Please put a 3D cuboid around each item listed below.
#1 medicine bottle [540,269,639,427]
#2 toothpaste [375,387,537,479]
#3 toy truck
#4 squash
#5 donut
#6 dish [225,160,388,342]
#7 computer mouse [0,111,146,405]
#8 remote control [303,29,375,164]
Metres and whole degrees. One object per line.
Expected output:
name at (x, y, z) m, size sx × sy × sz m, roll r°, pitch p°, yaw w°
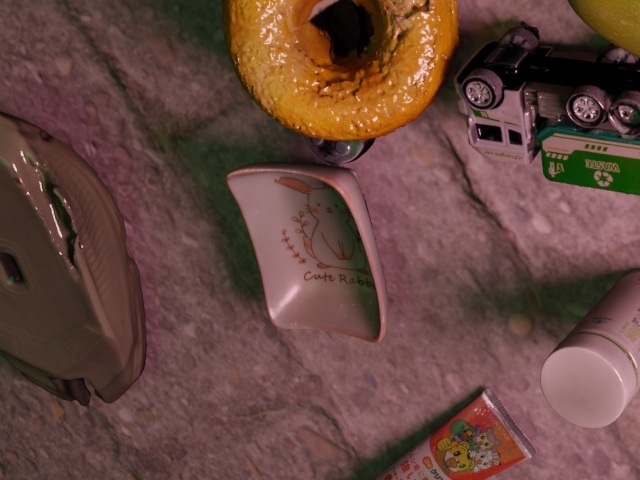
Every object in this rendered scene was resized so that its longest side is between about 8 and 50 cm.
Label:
medicine bottle at (0.284, 0.099, 1.560) m, size 0.086 × 0.183 × 0.086 m, roll 15°, pitch 119°, yaw 28°
toothpaste at (0.133, 0.251, 1.828) m, size 0.234 × 0.057 × 0.089 m, roll -37°, pitch 89°, yaw 32°
toy truck at (0.255, -0.118, 1.521) m, size 0.253 × 0.114 × 0.124 m, roll 10°, pitch 129°, yaw 30°
squash at (0.293, -0.213, 1.443) m, size 0.187 × 0.123 × 0.123 m, roll 28°, pitch 125°, yaw 23°
donut at (0.017, -0.214, 1.590) m, size 0.254 × 0.118 × 0.253 m, roll 1°, pitch 100°, yaw 6°
dish at (0.000, 0.000, 1.750) m, size 0.151 × 0.077 × 0.212 m, roll 7°, pitch 129°, yaw 32°
computer mouse at (-0.332, 0.007, 1.952) m, size 0.228 × 0.145 × 0.428 m, roll 0°, pitch 125°, yaw 26°
remote control at (-0.020, -0.204, 1.695) m, size 0.090 × 0.066 × 0.265 m, roll -27°, pitch 93°, yaw 25°
